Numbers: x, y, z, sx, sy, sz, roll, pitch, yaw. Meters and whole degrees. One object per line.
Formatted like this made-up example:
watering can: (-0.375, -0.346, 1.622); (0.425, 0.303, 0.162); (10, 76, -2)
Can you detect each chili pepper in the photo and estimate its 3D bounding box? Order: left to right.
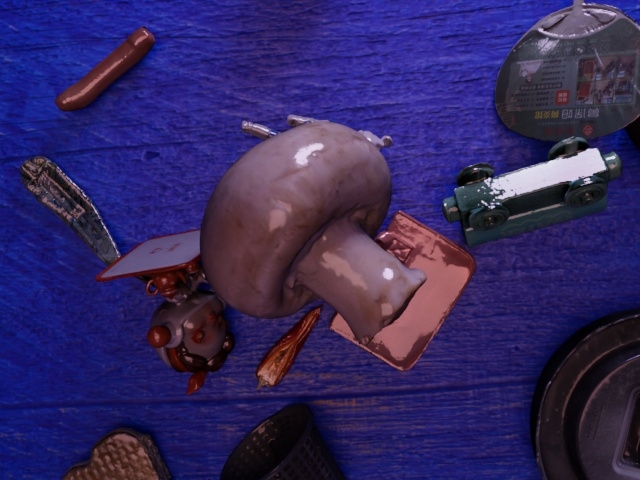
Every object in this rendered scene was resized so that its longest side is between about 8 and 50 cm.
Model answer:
chili pepper: (-0.050, 0.166, 1.074); (0.045, 0.027, 0.178); (35, 97, -4)

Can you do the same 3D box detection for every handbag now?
handbag: (0.123, 0.078, 1.039); (0.157, 0.059, 0.213); (31, 97, 1)

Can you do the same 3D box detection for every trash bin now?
trash bin: (-0.041, 0.370, 1.033); (0.175, 0.175, 0.161); (-35, 103, 6)

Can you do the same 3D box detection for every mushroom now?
mushroom: (0.000, 0.000, 0.901); (0.290, 0.297, 0.298); (40, 97, 21)

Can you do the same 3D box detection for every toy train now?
toy train: (0.303, -0.058, 0.974); (0.248, 0.159, 0.101); (-16, 61, 11)

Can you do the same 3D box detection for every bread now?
bread: (-0.326, 0.452, 1.103); (0.207, 0.056, 0.287); (-18, 93, 2)

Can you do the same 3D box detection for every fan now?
fan: (0.379, -0.267, 0.947); (0.223, 0.012, 0.294); (39, 107, 34)

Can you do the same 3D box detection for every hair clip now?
hair clip: (-0.391, -0.043, 1.077); (0.066, 0.036, 0.229); (-43, 84, 2)

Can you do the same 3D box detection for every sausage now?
sausage: (-0.332, -0.262, 1.051); (0.186, 0.043, 0.043); (-38, 91, 5)

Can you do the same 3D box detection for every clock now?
clock: (0.509, 0.288, 1.021); (0.385, 0.076, 0.387); (0, 95, 4)

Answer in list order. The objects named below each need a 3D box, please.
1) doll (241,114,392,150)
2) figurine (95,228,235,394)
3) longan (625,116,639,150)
doll: (-0.004, -0.137, 1.033); (0.227, 0.057, 0.114); (0, 112, 7)
figurine: (-0.203, 0.117, 1.021); (0.160, 0.183, 0.226); (-9, 107, 14)
longan: (0.511, -0.180, 0.936); (0.189, 0.189, 0.189); (0, 95, 4)
